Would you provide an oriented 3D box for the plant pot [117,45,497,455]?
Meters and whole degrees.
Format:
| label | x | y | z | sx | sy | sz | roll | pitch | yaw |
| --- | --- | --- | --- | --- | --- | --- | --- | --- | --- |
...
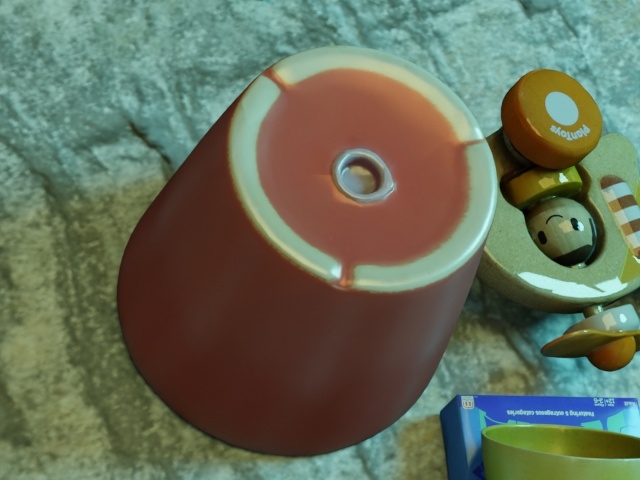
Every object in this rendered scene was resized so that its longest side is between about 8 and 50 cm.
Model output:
| label | x | y | z | sx | sy | sz | roll | pitch | yaw |
| --- | --- | --- | --- | --- | --- | --- | --- | --- | --- |
| plant pot | 0.000 | 0.000 | 1.102 | 0.275 | 0.243 | 0.275 | 7 | 63 | -13 |

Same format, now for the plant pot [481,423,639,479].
| label | x | y | z | sx | sy | sz | roll | pitch | yaw |
| --- | --- | --- | --- | --- | --- | --- | --- | --- | --- |
| plant pot | 0.181 | 0.193 | 1.081 | 0.134 | 0.134 | 0.095 | 3 | 93 | -15 |

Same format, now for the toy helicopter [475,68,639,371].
| label | x | y | z | sx | sy | sz | roll | pitch | yaw |
| --- | --- | --- | --- | --- | --- | --- | --- | --- | --- |
| toy helicopter | 0.271 | 0.019 | 1.243 | 0.355 | 0.140 | 0.235 | 15 | 56 | -20 |

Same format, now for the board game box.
| label | x | y | z | sx | sy | sz | roll | pitch | yaw |
| --- | --- | --- | --- | --- | --- | --- | --- | --- | --- |
| board game box | 0.186 | 0.227 | 1.155 | 0.160 | 0.047 | 0.210 | 2 | 64 | -15 |
